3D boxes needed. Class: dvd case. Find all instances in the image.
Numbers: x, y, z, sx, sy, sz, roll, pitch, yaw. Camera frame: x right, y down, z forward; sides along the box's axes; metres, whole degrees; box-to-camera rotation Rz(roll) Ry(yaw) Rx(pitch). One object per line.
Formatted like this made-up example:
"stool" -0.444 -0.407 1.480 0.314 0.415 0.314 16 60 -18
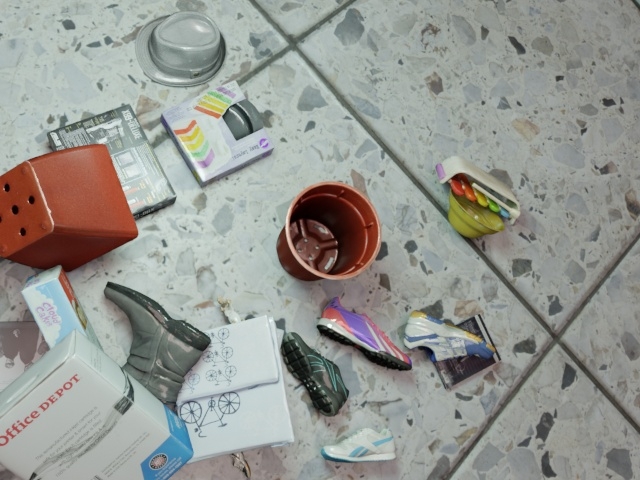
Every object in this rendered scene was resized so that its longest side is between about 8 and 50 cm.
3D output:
"dvd case" 0.451 0.349 1.986 0.221 0.018 0.164 -22 84 -20
"dvd case" -0.769 0.326 1.595 0.180 0.029 0.238 2 77 -17

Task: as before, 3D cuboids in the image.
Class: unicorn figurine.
"unicorn figurine" -0.241 0.231 1.756 0.060 0.111 0.161 -15 68 -10

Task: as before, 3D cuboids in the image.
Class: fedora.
"fedora" -0.410 -0.596 1.871 0.276 0.124 0.243 -7 79 -19

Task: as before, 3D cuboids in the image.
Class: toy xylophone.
"toy xylophone" 0.524 -0.159 2.029 0.323 0.081 0.236 31 27 -9

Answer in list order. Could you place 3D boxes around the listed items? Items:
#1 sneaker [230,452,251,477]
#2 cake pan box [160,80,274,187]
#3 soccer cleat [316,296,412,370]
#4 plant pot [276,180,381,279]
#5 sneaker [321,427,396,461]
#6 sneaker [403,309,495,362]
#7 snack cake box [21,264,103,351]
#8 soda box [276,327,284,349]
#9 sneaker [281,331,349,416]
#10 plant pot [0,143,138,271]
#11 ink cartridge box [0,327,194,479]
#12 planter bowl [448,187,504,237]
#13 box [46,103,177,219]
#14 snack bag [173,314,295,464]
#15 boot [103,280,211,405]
"sneaker" -0.219 0.612 1.708 0.037 0.032 0.083 -26 81 -8
"cake pan box" -0.303 -0.322 1.875 0.267 0.070 0.245 -29 89 -22
"soccer cleat" 0.147 0.284 1.860 0.318 0.108 0.116 29 67 -7
"plant pot" 0.000 0.000 1.790 0.273 0.265 0.272 4 76 -17
"sneaker" 0.106 0.587 1.792 0.229 0.087 0.092 5 69 -24
"sneaker" 0.389 0.320 1.924 0.297 0.112 0.130 22 88 -9
"snack cake box" -0.633 0.207 1.551 0.089 0.152 0.264 -23 106 -12
"soda box" -0.182 0.380 1.733 0.091 0.098 0.286 15 73 -12
"sneaker" -0.015 0.374 1.805 0.106 0.101 0.267 -29 87 -43
"plant pot" -0.663 -0.077 1.548 0.268 0.236 0.267 -24 85 20
"ink cartridge box" -0.542 0.447 1.467 0.285 0.166 0.395 -41 114 -5
"planter bowl" 0.483 -0.072 2.033 0.217 0.090 0.217 27 28 -15
"box" -0.581 -0.201 1.751 0.243 0.076 0.307 -27 87 -21
"snack bag" -0.249 0.396 1.648 0.323 0.037 0.342 -14 74 9
"boot" -0.478 0.270 1.642 0.338 0.118 0.222 31 84 13
